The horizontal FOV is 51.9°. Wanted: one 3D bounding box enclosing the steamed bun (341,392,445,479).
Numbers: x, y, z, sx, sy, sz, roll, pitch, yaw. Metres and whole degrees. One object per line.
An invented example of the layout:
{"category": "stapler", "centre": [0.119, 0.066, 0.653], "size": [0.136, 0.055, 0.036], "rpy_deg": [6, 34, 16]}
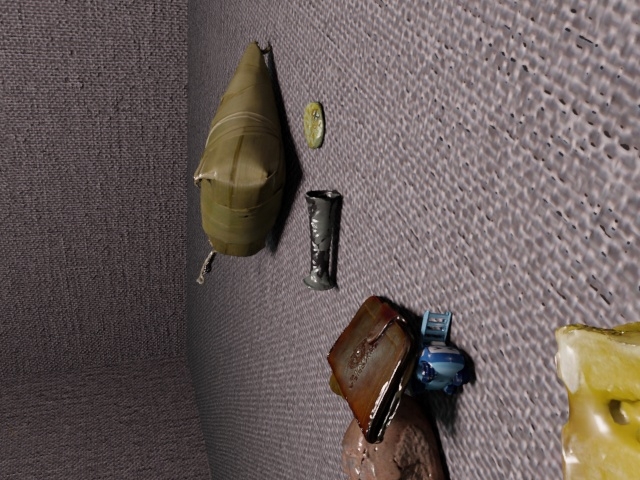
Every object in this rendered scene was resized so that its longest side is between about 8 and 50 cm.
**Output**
{"category": "steamed bun", "centre": [0.086, 0.297, 0.852], "size": [0.145, 0.106, 0.175], "rpy_deg": [117, 141, -57]}

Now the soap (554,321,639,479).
{"category": "soap", "centre": [0.256, 0.145, 0.332], "size": [0.315, 0.091, 0.199], "rpy_deg": [168, 97, -71]}

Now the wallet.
{"category": "wallet", "centre": [0.065, 0.148, 0.859], "size": [0.137, 0.031, 0.255], "rpy_deg": [-63, 12, 4]}

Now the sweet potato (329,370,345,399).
{"category": "sweet potato", "centre": [0.053, 0.213, 1.003], "size": [0.274, 0.067, 0.067], "rpy_deg": [138, 125, -70]}

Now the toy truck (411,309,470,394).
{"category": "toy truck", "centre": [0.134, 0.128, 0.760], "size": [0.073, 0.056, 0.090], "rpy_deg": [111, 161, -59]}

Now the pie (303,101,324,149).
{"category": "pie", "centre": [-0.012, -0.203, 1.164], "size": [0.085, 0.017, 0.085], "rpy_deg": [175, 90, -70]}

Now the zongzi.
{"category": "zongzi", "centre": [-0.174, -0.152, 1.474], "size": [0.447, 0.181, 0.418], "rpy_deg": [110, 165, -58]}

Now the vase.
{"category": "vase", "centre": [0.000, 0.000, 1.114], "size": [0.059, 0.059, 0.167], "rpy_deg": [-134, 42, -62]}
